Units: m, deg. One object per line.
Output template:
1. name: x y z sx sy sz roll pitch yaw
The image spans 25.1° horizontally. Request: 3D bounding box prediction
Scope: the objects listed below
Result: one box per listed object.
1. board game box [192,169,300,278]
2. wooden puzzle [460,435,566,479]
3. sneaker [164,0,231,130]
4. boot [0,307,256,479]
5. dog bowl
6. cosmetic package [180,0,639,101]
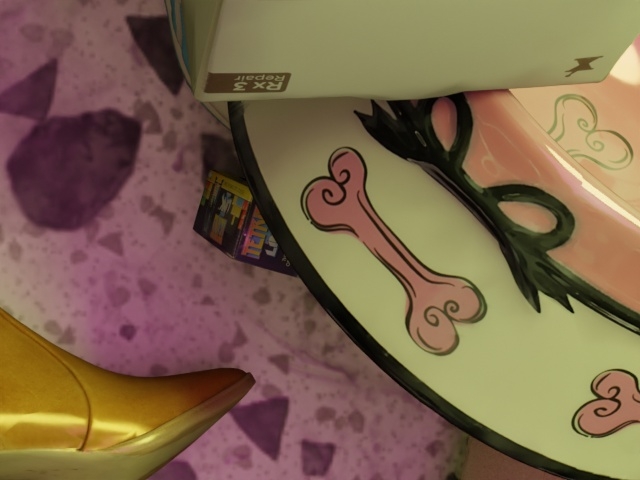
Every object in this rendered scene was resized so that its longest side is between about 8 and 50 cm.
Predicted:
1. board game box: 0.000 0.000 0.937 0.141 0.170 0.048 15 93 -14
2. wooden puzzle: 0.263 0.227 1.001 0.348 0.080 0.322 23 62 -12
3. sneaker: -0.060 -0.168 0.968 0.087 0.092 0.228 -26 96 -17
4. boot: -0.193 0.073 0.899 0.295 0.104 0.211 -24 72 -48
5. dog bowl: 0.154 -0.062 0.876 0.408 0.150 0.408 23 40 -21
6. cosmetic package: 0.026 -0.268 0.693 0.217 0.156 0.385 -6 69 -14
